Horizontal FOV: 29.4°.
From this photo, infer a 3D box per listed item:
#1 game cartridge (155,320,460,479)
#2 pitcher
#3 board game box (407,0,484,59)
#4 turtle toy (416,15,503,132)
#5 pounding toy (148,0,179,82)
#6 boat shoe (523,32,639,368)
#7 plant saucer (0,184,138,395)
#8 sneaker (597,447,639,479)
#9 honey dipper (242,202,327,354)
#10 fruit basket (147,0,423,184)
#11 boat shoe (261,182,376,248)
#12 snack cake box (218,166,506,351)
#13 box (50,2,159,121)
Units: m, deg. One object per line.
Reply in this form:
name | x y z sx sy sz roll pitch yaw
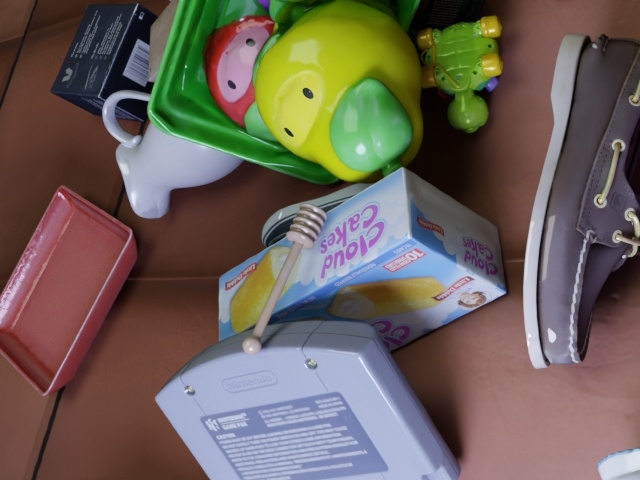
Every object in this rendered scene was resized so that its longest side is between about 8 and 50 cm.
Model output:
game cartridge | -0.024 0.177 1.215 0.297 0.198 0.062 -16 18 41
pitcher | -0.194 -0.147 1.613 0.207 0.125 0.178 -30 92 38
board game box | 0.117 -0.280 1.455 0.186 0.026 0.126 21 85 51
turtle toy | 0.156 -0.180 1.321 0.095 0.066 0.130 -7 63 19
pounding toy | -0.107 -0.258 1.592 0.206 0.181 0.094 153 120 -62
boat shoe | 0.249 -0.039 1.104 0.096 0.116 0.324 5 69 19
plant saucer | -0.371 0.072 1.768 0.258 0.047 0.259 27 89 51
sneaker | 0.318 0.192 0.921 0.228 0.087 0.092 -28 56 44
honey dipper | -0.038 0.037 1.169 0.030 0.030 0.161 -2 55 47
fruit basket | -0.020 -0.210 1.314 0.392 0.283 0.392 -162 90 -83
boat shoe | 0.000 0.000 1.388 0.183 0.065 0.083 -23 54 38
snack cake box | 0.038 0.046 1.250 0.264 0.152 0.089 -31 46 33
box | -0.315 -0.275 1.874 0.158 0.093 0.156 13 79 49
